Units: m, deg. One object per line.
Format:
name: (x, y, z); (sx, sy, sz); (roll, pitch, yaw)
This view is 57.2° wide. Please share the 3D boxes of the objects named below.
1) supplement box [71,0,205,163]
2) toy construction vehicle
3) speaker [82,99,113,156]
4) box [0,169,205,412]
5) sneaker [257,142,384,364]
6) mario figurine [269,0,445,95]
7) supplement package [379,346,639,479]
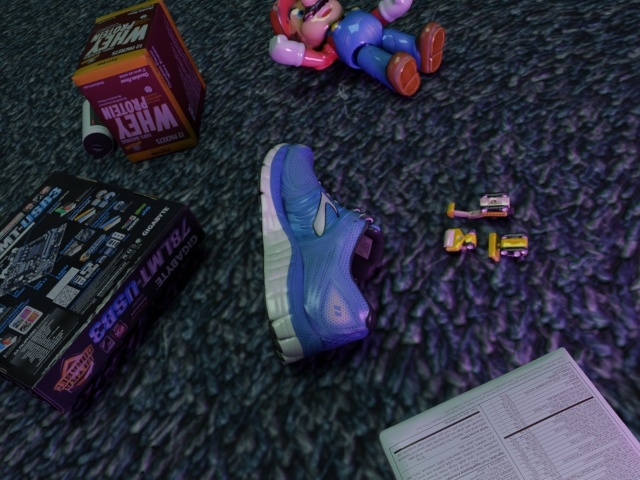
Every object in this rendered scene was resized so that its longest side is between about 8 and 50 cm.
supplement box: (-0.308, -0.280, 1.037); (0.129, 0.191, 0.194); (-13, 47, 10)
toy construction vehicle: (0.202, -0.013, 0.717); (0.098, 0.035, 0.086); (-4, 60, 22)
speaker: (-0.427, -0.218, 1.124); (0.055, 0.055, 0.136); (-23, 45, 1)
box: (-0.357, 0.046, 0.806); (0.293, 0.073, 0.295); (13, 56, 31)
sneaker: (0.000, 0.000, 0.737); (0.147, 0.130, 0.330); (-6, 50, -3)
mario figurine: (0.038, -0.363, 0.987); (0.320, 0.170, 0.198); (28, 30, 29)
supplement package: (0.161, 0.227, 0.401); (0.149, 0.194, 0.203); (-25, 45, -1)
